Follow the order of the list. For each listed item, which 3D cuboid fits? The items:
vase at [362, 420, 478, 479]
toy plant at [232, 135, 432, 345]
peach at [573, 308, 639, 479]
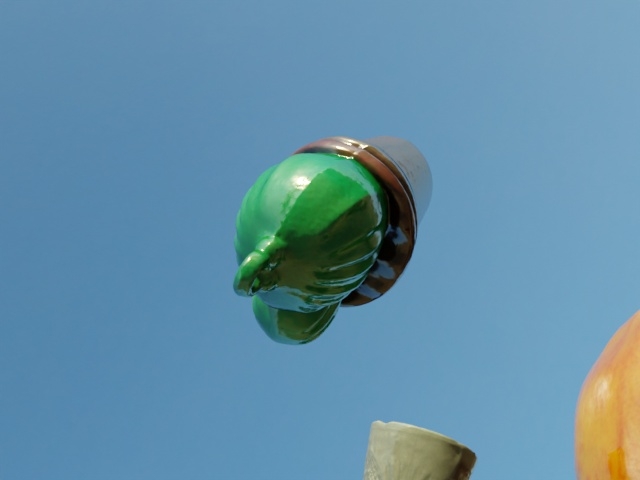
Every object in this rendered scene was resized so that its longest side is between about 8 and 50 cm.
[{"bbox_3d":[0.054,0.267,0.709,0.096,0.096,0.219,35,-115,-34],"label":"vase"},{"bbox_3d":[0.000,0.000,0.554,0.200,0.105,0.143,-36,-27,-47],"label":"toy plant"},{"bbox_3d":[0.361,0.196,0.728,0.289,0.289,0.308,50,-141,-30],"label":"peach"}]
